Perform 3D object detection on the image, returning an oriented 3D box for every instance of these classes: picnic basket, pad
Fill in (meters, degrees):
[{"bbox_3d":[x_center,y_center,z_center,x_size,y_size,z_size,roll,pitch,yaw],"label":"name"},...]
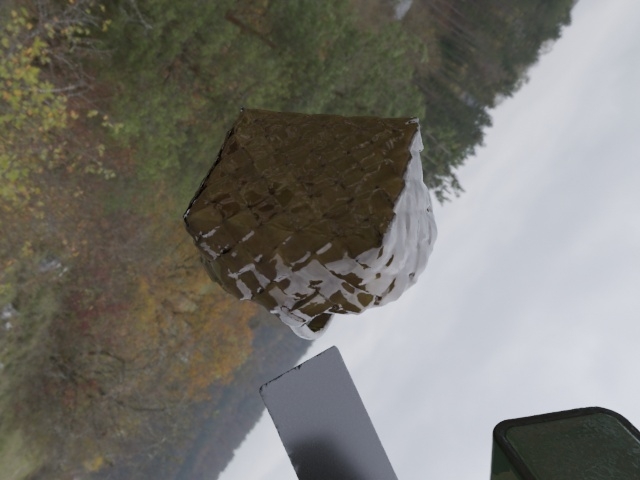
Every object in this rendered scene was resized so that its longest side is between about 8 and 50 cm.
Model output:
[{"bbox_3d":[0.000,0.000,0.821,0.337,0.337,0.293,-49,-163,56],"label":"picnic basket"},{"bbox_3d":[0.016,0.258,0.731,0.142,0.212,0.003,-20,175,-40],"label":"pad"}]

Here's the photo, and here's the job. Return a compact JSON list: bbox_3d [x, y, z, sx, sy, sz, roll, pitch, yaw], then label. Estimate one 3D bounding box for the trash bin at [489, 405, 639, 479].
[{"bbox_3d":[0.283,0.386,0.590,0.223,0.158,0.344,-120,-155,-64],"label":"trash bin"}]
